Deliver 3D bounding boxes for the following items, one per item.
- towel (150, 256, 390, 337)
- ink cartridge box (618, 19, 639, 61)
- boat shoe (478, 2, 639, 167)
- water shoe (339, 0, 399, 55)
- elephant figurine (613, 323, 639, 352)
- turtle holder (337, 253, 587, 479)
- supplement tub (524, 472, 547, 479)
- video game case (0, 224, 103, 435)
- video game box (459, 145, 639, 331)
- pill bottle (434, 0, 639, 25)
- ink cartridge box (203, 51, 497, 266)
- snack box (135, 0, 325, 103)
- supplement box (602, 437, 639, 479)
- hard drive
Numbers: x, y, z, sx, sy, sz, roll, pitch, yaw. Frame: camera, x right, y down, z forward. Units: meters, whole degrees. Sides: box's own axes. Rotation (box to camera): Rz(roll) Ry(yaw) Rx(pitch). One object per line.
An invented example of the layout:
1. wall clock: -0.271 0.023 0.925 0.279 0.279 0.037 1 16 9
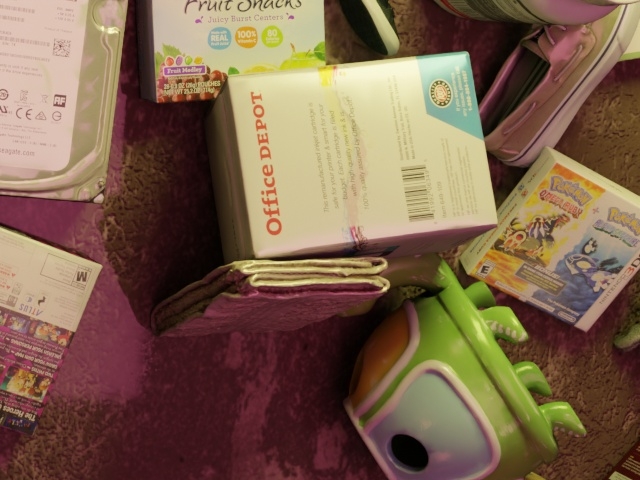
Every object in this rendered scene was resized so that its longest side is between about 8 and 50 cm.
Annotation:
1. towel: -0.060 0.068 1.711 0.187 0.282 0.049 0 78 -24
2. ink cartridge box: 0.423 -0.351 1.949 0.171 0.056 0.235 -11 112 -22
3. boat shoe: 0.288 -0.225 1.871 0.094 0.109 0.302 16 107 -43
4. water shoe: 0.056 -0.312 1.801 0.080 0.073 0.203 -37 112 -17
5. elephant figurine: 0.550 0.094 2.061 0.239 0.186 0.169 -27 148 -44
6. turtle holder: 0.140 0.165 1.835 0.227 0.243 0.320 -32 124 2
7. supplement tub: 0.261 0.370 1.946 0.144 0.200 0.144 -4 101 -23
8. video game case: -0.383 0.082 1.693 0.232 0.042 0.210 22 90 -26
9. video game box: 0.311 0.002 1.949 0.205 0.048 0.187 25 111 -26
10. pill bottle: 0.253 -0.332 1.748 0.176 0.318 0.176 -4 101 -24
11. ink cartridge box: 0.025 -0.079 1.713 0.270 0.197 0.198 -7 83 -13
12. snack box: -0.101 -0.248 1.743 0.207 0.070 0.174 -5 101 -25
13. supplement box: 0.499 0.283 2.076 0.239 0.130 0.073 -46 113 -9
14. hard drive: -0.329 -0.216 1.653 0.237 0.064 0.339 5 96 -25
